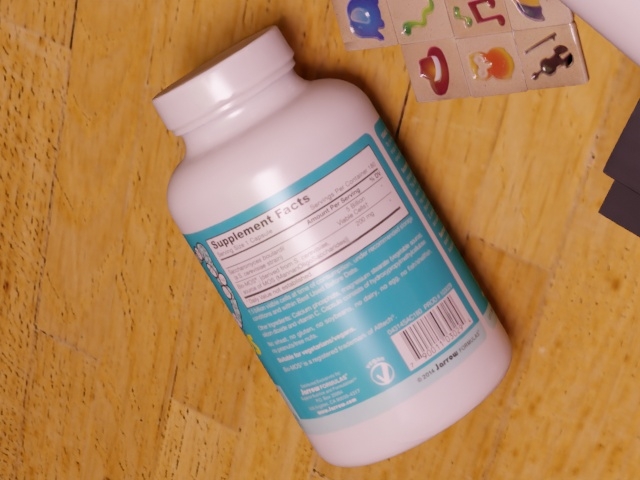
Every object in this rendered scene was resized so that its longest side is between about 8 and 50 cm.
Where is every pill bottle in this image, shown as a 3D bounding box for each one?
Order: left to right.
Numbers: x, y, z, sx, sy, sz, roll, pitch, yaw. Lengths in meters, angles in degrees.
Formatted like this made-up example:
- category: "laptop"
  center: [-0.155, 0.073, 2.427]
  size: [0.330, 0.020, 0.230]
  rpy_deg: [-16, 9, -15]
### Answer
- category: "pill bottle"
  center: [0.000, 0.000, 1.163]
  size: [0.146, 0.146, 0.264]
  rpy_deg: [-23, 101, 38]

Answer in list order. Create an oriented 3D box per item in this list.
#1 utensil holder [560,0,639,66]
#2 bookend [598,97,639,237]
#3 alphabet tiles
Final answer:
- category: "utensil holder"
  center: [0.215, -0.217, 0.800]
  size: [0.385, 0.327, 0.327]
  rpy_deg: [40, 129, 7]
- category: "bookend"
  center: [0.206, -0.045, 1.006]
  size: [0.072, 0.157, 0.156]
  rpy_deg: [32, 127, 13]
- category: "alphabet tiles"
  center: [0.079, -0.197, 1.094]
  size: [0.198, 0.009, 0.237]
  rpy_deg: [-4, 114, 32]
